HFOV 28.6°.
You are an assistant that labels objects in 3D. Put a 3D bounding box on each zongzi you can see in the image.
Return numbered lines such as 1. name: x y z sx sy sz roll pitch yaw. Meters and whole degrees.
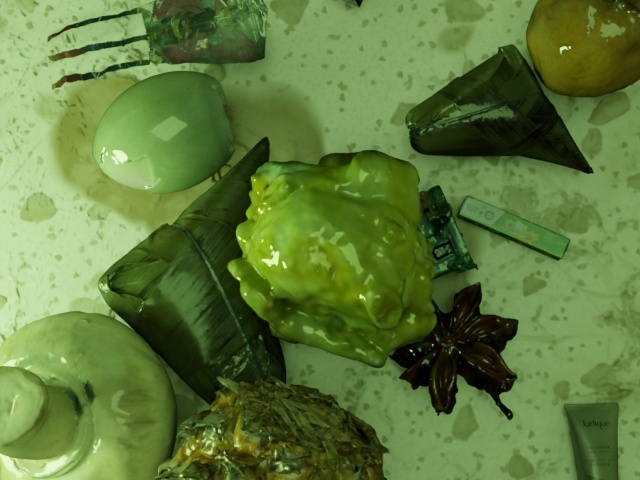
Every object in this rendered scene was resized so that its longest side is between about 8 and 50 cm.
1. zongzi: -0.111 0.061 1.936 0.323 0.160 0.360 47 75 -7
2. zongzi: 0.271 -0.150 1.952 0.221 0.112 0.242 -32 86 -3

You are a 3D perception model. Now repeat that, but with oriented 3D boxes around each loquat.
1. loquat: 0.423 -0.316 1.907 0.238 0.238 0.193 -27 78 -1

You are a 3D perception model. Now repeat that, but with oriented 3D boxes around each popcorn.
1. popcorn: 0.032 0.027 1.816 0.312 0.312 0.312 0 85 1

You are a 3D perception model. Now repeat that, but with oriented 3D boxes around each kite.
1. kite: -0.258 -0.325 1.986 0.360 0.022 0.204 -16 59 1

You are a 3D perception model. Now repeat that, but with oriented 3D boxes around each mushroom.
1. mushroom: -0.359 0.235 1.839 0.315 0.356 0.315 0 45 0

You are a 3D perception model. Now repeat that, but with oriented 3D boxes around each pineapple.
1. pineapple: -0.073 0.361 1.744 0.352 0.352 0.300 23 108 3

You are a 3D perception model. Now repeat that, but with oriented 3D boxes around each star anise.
1. star anise: 0.201 0.170 1.920 0.190 0.126 0.220 7 62 2

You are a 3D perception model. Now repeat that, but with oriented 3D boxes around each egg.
1. egg: -0.244 -0.162 1.926 0.217 0.183 0.183 -12 85 0

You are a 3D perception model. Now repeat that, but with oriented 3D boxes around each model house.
1. model house: 0.150 0.009 1.946 0.148 0.119 0.148 -26 86 6

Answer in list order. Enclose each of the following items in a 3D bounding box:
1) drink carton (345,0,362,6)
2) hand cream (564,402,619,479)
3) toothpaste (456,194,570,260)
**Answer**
1. drink carton: 0.064 -0.464 2.003 0.071 0.056 0.166 24 86 17
2. hand cream: 0.426 0.345 1.941 0.087 0.054 0.186 -2 79 -4
3. toothpaste: 0.303 -0.019 1.975 0.178 0.043 0.037 23 89 3
